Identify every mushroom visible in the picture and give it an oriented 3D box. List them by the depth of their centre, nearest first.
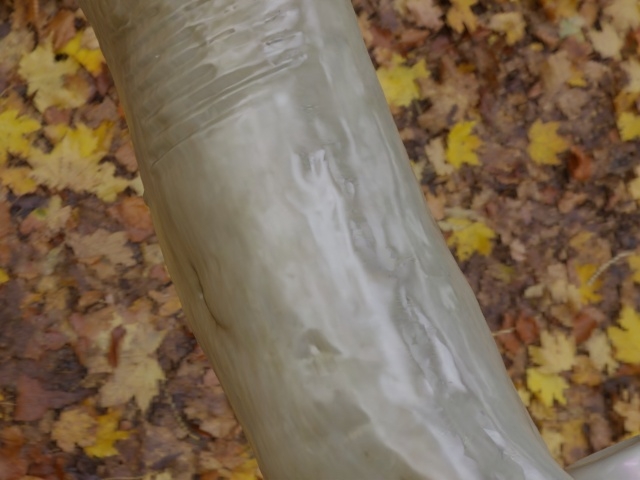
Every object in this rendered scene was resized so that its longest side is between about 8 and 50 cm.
[{"bbox_3d":[0.000,0.000,0.354,0.095,0.122,0.351,-14,71,-51],"label":"mushroom"}]

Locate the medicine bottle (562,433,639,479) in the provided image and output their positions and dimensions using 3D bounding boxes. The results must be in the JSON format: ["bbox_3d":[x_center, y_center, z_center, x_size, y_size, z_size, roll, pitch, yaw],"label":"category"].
[{"bbox_3d":[0.233,0.220,0.668,0.102,0.103,0.187,-16,75,-31],"label":"medicine bottle"}]
